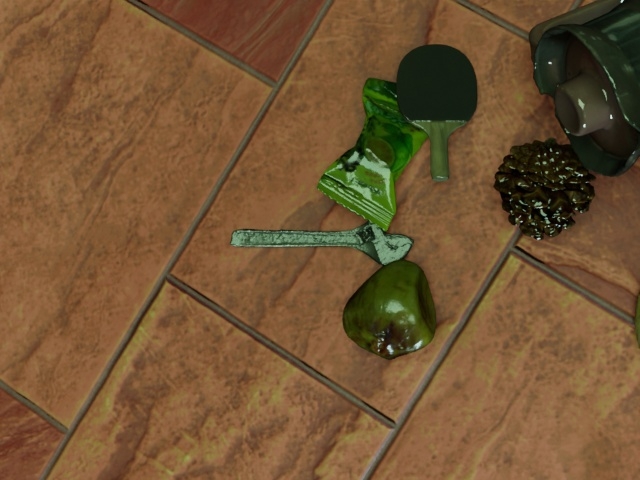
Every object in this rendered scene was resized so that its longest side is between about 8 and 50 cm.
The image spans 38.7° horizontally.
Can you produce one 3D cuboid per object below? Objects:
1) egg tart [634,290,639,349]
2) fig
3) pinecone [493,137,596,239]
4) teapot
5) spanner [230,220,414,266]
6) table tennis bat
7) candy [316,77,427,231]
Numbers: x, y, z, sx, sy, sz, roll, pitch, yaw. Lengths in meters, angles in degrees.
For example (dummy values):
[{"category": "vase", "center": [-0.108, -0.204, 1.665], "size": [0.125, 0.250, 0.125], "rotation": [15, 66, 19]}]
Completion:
[{"category": "egg tart", "center": [0.635, 0.127, 1.401], "size": [0.290, 0.115, 0.291], "rotation": [0, 87, 9]}, {"category": "fig", "center": [0.124, 0.111, 1.495], "size": [0.154, 0.144, 0.166], "rotation": [13, 79, 48]}, {"category": "pinecone", "center": [0.355, -0.080, 1.449], "size": [0.173, 0.173, 0.174], "rotation": [-1, 86, 11]}, {"category": "teapot", "center": [0.499, -0.278, 1.347], "size": [0.361, 0.376, 0.306], "rotation": [-23, 127, -9]}, {"category": "spanner", "center": [0.000, 0.000, 1.577], "size": [0.325, 0.026, 0.093], "rotation": [0, 88, 13]}, {"category": "table tennis bat", "center": [0.197, -0.217, 1.523], "size": [0.138, 0.022, 0.247], "rotation": [0, 74, -1]}, {"category": "candy", "center": [0.098, -0.150, 1.540], "size": [0.149, 0.069, 0.246], "rotation": [25, 69, 6]}]
